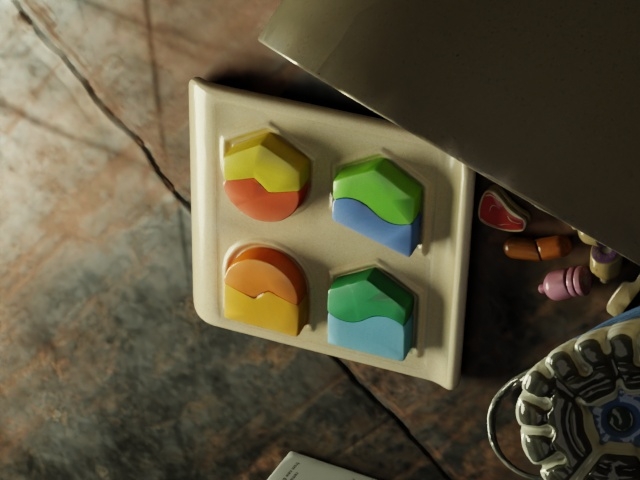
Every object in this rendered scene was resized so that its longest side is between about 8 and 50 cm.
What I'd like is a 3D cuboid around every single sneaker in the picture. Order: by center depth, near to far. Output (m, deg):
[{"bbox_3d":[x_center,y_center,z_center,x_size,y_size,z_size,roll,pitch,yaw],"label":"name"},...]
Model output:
[{"bbox_3d":[0.280,0.060,1.106,0.330,0.147,0.130,-8,102,14],"label":"sneaker"}]

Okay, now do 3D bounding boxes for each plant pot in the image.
[{"bbox_3d":[0.137,-0.114,1.000,0.284,0.284,0.191,31,96,9],"label":"plant pot"}]

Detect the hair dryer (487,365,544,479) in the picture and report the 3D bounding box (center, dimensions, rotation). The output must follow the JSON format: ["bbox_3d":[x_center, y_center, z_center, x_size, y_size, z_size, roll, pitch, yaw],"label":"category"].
[{"bbox_3d":[0.251,0.181,1.223,0.293,0.080,0.224,-10,114,34],"label":"hair dryer"}]

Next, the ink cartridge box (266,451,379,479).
[{"bbox_3d":[0.051,0.259,1.385,0.208,0.087,0.153,17,127,21],"label":"ink cartridge box"}]

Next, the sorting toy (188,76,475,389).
[{"bbox_3d":[0.000,0.000,1.276,0.208,0.038,0.193,16,127,21],"label":"sorting toy"}]

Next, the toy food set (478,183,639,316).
[{"bbox_3d":[0.145,0.001,1.204,0.122,0.019,0.078,35,131,6],"label":"toy food set"}]
